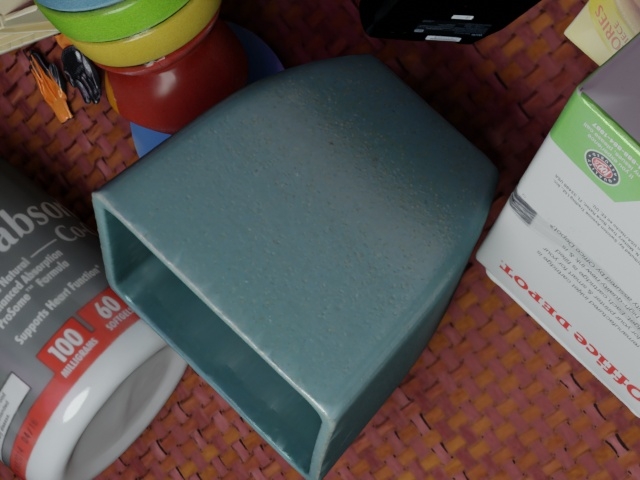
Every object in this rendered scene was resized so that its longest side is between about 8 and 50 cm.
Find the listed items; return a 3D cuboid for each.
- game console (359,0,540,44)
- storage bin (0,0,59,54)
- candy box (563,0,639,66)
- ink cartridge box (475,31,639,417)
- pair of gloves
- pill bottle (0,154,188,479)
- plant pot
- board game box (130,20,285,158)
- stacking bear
[{"bbox_3d":[0.031,-0.218,1.345,0.213,0.361,0.044,135,130,-55],"label":"game console"},{"bbox_3d":[-0.332,-0.291,1.619,0.260,0.123,0.262,-14,92,37],"label":"storage bin"},{"bbox_3d":[0.358,-0.122,1.357,0.316,0.087,0.183,43,119,10],"label":"candy box"},{"bbox_3d":[0.249,-0.008,1.357,0.198,0.115,0.273,44,155,10],"label":"ink cartridge box"},{"bbox_3d":[-0.232,-0.149,1.689,0.083,0.010,0.074,-23,98,47],"label":"pair of gloves"},{"bbox_3d":[-0.307,0.042,1.676,0.363,0.210,0.210,38,118,13],"label":"pill bottle"},{"bbox_3d":[0.000,0.000,1.470,0.248,0.247,0.252,43,75,11],"label":"plant pot"},{"bbox_3d":[-0.089,-0.110,1.626,0.133,0.033,0.169,41,113,17],"label":"board game box"},{"bbox_3d":[-0.151,-0.199,1.478,0.164,0.175,0.289,-25,133,4],"label":"stacking bear"}]
